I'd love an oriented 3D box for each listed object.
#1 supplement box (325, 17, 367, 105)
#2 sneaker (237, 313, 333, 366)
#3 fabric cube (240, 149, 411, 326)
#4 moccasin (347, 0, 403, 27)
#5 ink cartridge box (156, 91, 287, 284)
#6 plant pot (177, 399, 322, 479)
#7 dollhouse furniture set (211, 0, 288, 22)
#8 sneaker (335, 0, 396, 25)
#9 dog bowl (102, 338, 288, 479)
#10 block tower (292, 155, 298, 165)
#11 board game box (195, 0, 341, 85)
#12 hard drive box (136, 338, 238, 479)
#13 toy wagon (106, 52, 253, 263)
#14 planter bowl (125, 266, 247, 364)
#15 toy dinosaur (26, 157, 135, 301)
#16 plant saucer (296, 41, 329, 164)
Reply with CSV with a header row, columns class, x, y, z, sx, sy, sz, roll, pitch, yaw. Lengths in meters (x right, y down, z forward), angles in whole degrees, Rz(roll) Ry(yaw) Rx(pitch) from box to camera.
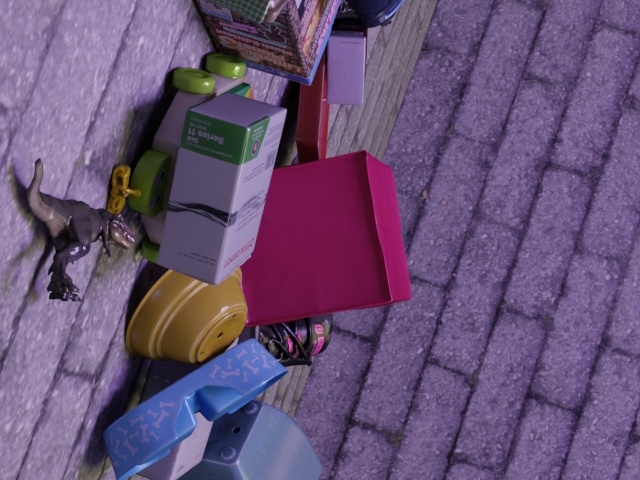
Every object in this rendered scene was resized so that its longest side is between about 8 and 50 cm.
class,x,y,z,sx,sy,sz,roll,pitch,yaw
supplement box,0.053,-0.353,2.056,0.239,0.073,0.130,-79,172,-67
sneaker,-0.084,0.163,2.067,0.483,0.202,0.185,-54,160,-61
fabric cube,0.000,0.000,1.843,0.258,0.254,0.259,9,72,-77
moccasin,0.108,-0.420,1.497,0.342,0.138,0.116,-52,145,-35
ink cartridge box,-0.124,-0.068,1.358,0.153,0.087,0.208,-45,151,-69
plant pot,-0.167,0.417,1.998,0.247,0.248,0.252,-63,151,-42
dollhouse furniture set,-0.081,-0.371,1.111,0.301,0.198,0.151,-61,167,-52
sneaker,0.061,-0.440,1.951,0.296,0.147,0.104,-50,158,-64
dog bowl,-0.190,0.245,1.596,0.297,0.074,0.166,-32,171,-19
block tower,-0.060,-0.053,2.148,0.335,0.091,0.097,-61,165,-50
board game box,-0.054,-0.378,1.420,0.291,0.141,0.232,70,39,-75
hard drive box,-0.228,0.264,1.779,0.181,0.089,0.232,-2,110,-80
toy wagon,-0.180,-0.099,1.445,0.344,0.068,0.267,-50,156,-66
planter bowl,-0.173,0.114,1.576,0.217,0.090,0.217,-40,157,-22
toy dinosaur,-0.269,0.002,1.154,0.268,0.064,0.118,56,38,-77
plant saucer,-0.013,-0.231,2.053,0.259,0.048,0.258,88,5,-66
